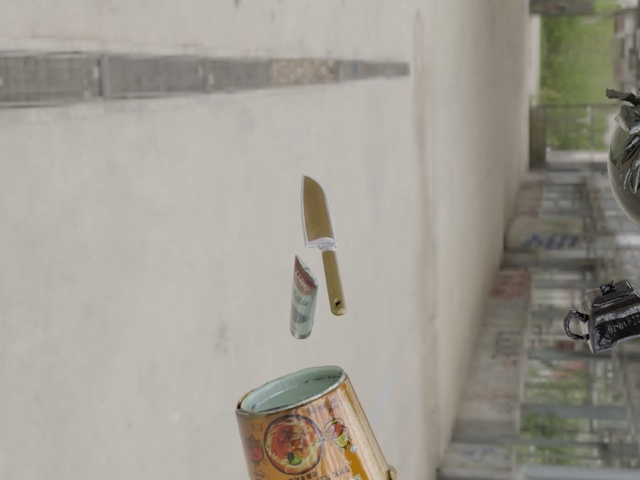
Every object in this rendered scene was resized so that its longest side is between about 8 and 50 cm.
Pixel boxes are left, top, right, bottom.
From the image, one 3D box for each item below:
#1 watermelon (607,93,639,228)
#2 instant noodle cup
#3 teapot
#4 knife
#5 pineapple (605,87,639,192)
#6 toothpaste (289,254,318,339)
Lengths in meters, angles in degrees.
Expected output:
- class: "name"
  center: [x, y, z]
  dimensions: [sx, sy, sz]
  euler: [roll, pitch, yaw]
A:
- class: "watermelon"
  center: [0.620, -0.136, 1.860]
  dimensions: [0.285, 0.285, 0.285]
  euler: [0, 90, -78]
- class: "instant noodle cup"
  center: [-0.017, 0.285, 1.585]
  dimensions: [0.216, 0.216, 0.172]
  euler: [-46, 120, -73]
- class: "teapot"
  center: [0.480, 0.110, 1.851]
  dimensions: [0.087, 0.177, 0.096]
  euler: [-91, 161, -68]
- class: "knife"
  center: [0.000, -0.001, 1.619]
  dimensions: [0.022, 0.046, 0.256]
  euler: [87, -6, -53]
- class: "pineapple"
  center: [0.488, -0.187, 1.363]
  dimensions: [0.169, 0.340, 0.169]
  euler: [46, 18, -20]
- class: "toothpaste"
  center: [-0.026, 0.095, 1.772]
  dimensions: [0.062, 0.039, 0.239]
  euler: [56, -17, 21]
